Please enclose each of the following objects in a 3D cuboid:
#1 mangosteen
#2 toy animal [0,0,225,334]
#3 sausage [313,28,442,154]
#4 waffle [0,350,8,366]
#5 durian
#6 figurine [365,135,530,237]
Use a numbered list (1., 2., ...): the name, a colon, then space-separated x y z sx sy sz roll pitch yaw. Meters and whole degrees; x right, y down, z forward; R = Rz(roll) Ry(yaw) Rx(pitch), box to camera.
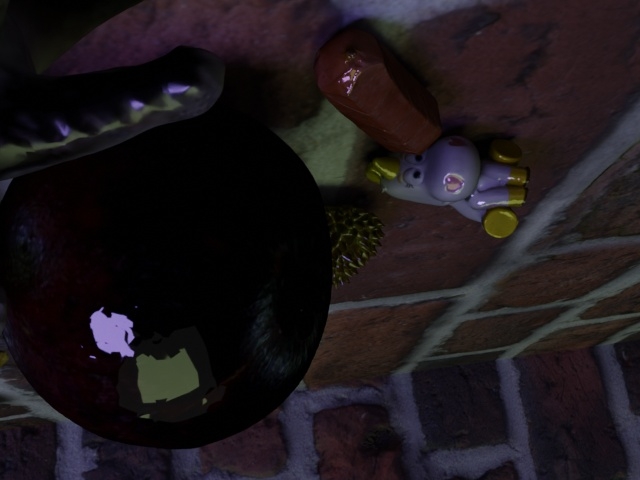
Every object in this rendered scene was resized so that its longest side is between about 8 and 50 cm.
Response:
1. mangosteen: -0.139 0.020 0.643 0.300 0.300 0.300 -8 161 -3
2. toy animal: -0.259 -0.078 0.380 0.344 0.194 0.302 -44 145 22
3. sausage: 0.045 -0.122 0.632 0.065 0.065 0.169 -18 159 25
4. waffle: -0.352 0.046 0.519 0.057 0.219 0.229 -55 172 13
5. durian: 0.000 0.000 0.919 0.146 0.102 0.208 -10 158 21
6. figurine: 0.133 -0.063 0.820 0.178 0.109 0.129 8 177 -33
